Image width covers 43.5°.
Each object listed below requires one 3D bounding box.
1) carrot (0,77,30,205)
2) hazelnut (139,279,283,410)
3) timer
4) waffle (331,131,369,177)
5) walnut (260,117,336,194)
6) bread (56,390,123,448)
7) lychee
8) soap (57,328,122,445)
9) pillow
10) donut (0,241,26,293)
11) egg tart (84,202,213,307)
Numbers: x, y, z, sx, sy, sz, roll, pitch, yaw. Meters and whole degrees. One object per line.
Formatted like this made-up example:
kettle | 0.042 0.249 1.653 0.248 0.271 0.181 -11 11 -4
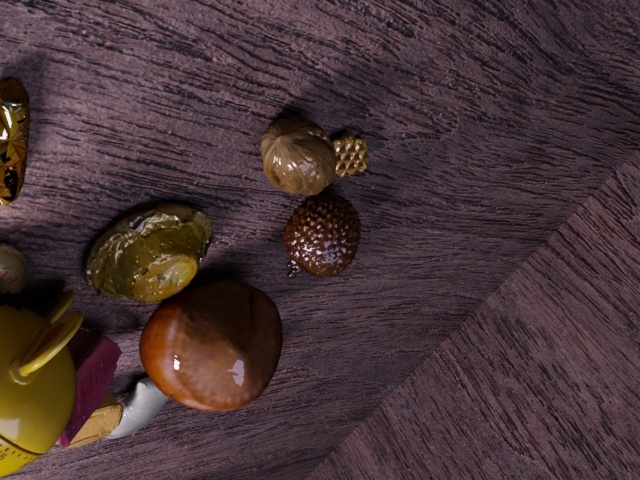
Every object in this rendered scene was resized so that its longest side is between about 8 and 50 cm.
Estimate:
carrot | -0.501 -0.151 1.281 0.069 0.069 0.229 -13 144 -37
hazelnut | -0.264 0.258 1.952 0.372 0.316 0.372 -5 168 -1
timer | -0.607 0.245 1.514 0.387 0.376 0.376 -46 154 -9
waffle | 0.026 -0.179 1.846 0.192 0.046 0.161 -31 152 -8
walnut | -0.048 -0.174 1.653 0.155 0.155 0.184 -36 150 1
bread | -0.608 0.444 2.043 0.190 0.114 0.132 -12 136 -52
lychee | 0.000 0.000 1.946 0.238 0.200 0.200 -51 151 3
soap | -0.551 0.307 1.794 0.250 0.099 0.162 -60 154 -47
pillow | -0.497 0.452 2.208 0.144 0.078 0.254 4 134 -51
donut | -0.609 0.056 1.477 0.166 0.065 0.108 6 131 -52
egg tart | -0.349 0.045 1.702 0.294 0.116 0.295 -27 149 -17
